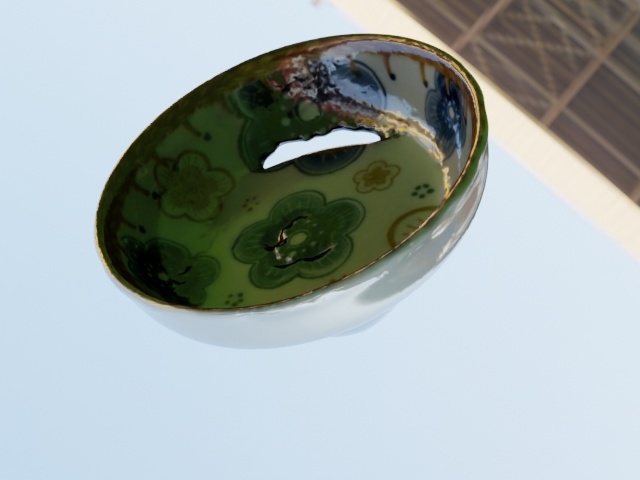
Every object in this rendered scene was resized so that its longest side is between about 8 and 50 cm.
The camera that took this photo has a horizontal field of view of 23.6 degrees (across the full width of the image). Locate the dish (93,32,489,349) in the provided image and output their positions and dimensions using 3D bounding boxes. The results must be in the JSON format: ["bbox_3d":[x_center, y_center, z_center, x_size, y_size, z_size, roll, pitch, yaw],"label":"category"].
[{"bbox_3d":[0.000,0.000,0.536,0.141,0.141,0.078,-99,-12,-50],"label":"dish"}]
